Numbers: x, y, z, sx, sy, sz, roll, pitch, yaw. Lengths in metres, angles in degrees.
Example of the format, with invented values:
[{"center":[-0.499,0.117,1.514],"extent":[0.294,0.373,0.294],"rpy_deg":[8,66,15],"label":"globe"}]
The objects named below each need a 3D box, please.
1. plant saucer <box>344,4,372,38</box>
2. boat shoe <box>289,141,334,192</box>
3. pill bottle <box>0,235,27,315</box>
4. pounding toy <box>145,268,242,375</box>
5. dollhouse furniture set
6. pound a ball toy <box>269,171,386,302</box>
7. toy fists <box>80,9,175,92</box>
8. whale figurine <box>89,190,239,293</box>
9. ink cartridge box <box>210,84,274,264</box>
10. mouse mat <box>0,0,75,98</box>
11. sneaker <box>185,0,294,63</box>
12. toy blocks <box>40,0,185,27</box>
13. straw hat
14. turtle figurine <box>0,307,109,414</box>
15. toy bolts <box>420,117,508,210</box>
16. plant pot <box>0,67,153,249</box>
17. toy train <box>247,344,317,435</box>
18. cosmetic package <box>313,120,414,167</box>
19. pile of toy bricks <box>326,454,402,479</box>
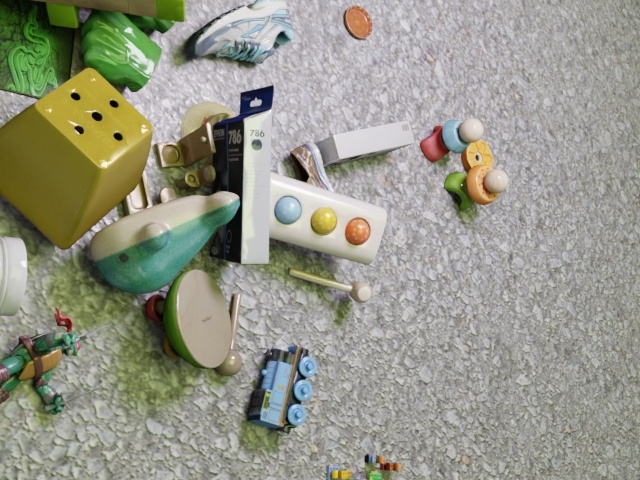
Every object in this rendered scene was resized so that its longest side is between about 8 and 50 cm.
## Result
[{"center":[0.092,-0.530,1.891],"extent":[0.083,0.013,0.083],"rpy_deg":[10,74,-36],"label":"plant saucer"},{"center":[-0.020,-0.118,1.693],"extent":[0.066,0.066,0.183],"rpy_deg":[-21,90,-27],"label":"boat shoe"},{"center":[-0.608,0.044,1.129],"extent":[0.323,0.181,0.181],"rpy_deg":[7,76,-36],"label":"pill bottle"},{"center":[-0.245,0.160,1.449],"extent":[0.237,0.110,0.182],"rpy_deg":[38,43,-59],"label":"pounding toy"},{"center":[-0.284,-0.129,1.448],"extent":[0.151,0.123,0.144],"rpy_deg":[-11,87,-38],"label":"dollhouse furniture set"},{"center":[0.000,0.000,1.597],"extent":[0.319,0.136,0.208],"rpy_deg":[17,90,-22],"label":"pound a ball toy"},{"center":[-0.364,-0.417,1.472],"extent":[0.142,0.096,0.279],"rpy_deg":[37,59,-34],"label":"toy fists"},{"center":[-0.261,0.002,1.364],"extent":[0.272,0.216,0.141],"rpy_deg":[-21,96,0],"label":"whale figurine"},{"center":[-0.152,-0.125,1.476],"extent":[0.065,0.165,0.332],"rpy_deg":[1,93,-28],"label":"ink cartridge box"},{"center":[-0.519,-0.348,1.393],"extent":[0.153,0.007,0.189],"rpy_deg":[10,75,-35],"label":"mouse mat"},{"center":[-0.154,-0.424,1.624],"extent":[0.283,0.110,0.122],"rpy_deg":[-37,106,-36],"label":"sneaker"},{"center":[-0.407,-0.531,1.369],"extent":[0.382,0.190,0.260],"rpy_deg":[8,53,-2],"label":"toy blocks"},{"center":[-0.204,-0.226,1.570],"extent":[0.144,0.061,0.144],"rpy_deg":[9,75,-36],"label":"straw hat"},{"center":[-0.456,0.208,1.257],"extent":[0.234,0.118,0.175],"rpy_deg":[-27,137,-36],"label":"turtle figurine"},{"center":[0.392,-0.223,1.961],"extent":[0.228,0.158,0.218],"rpy_deg":[49,56,-19],"label":"toy bolts"},{"center":[-0.401,-0.154,1.279],"extent":[0.212,0.187,0.212],"rpy_deg":[44,43,-8],"label":"plant pot"},{"center":[-0.075,0.291,1.549],"extent":[0.105,0.080,0.184],"rpy_deg":[24,67,-25],"label":"toy train"},{"center":[0.095,-0.218,1.774],"extent":[0.239,0.099,0.060],"rpy_deg":[-17,93,-38],"label":"cosmetic package"},{"center":[0.113,0.510,1.625],"extent":[0.212,0.105,0.118],"rpy_deg":[13,72,-35],"label":"pile of toy bricks"}]
